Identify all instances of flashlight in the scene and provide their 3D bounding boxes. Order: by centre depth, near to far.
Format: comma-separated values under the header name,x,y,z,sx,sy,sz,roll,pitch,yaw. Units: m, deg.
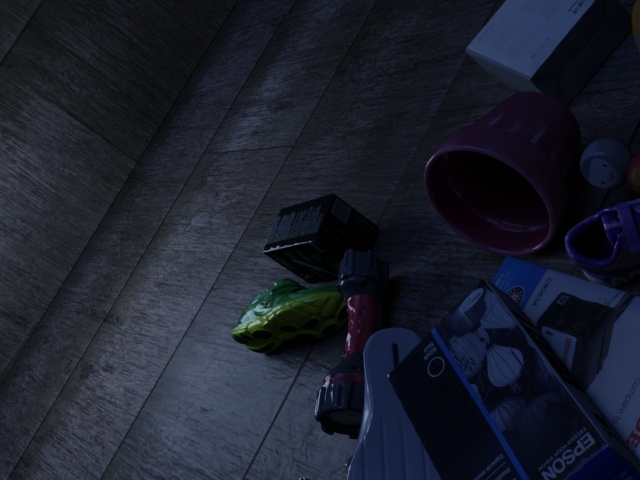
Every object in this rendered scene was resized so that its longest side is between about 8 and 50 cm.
name,x,y,z,sx,sy,sz,roll,pitch,yaw
flashlight,0.053,0.149,1.452,0.103,0.103,0.304,106,172,-52

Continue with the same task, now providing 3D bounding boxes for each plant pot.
name,x,y,z,sx,sy,sz,roll,pitch,yaw
plant pot,0.277,-0.109,1.338,0.201,0.201,0.180,-11,34,53

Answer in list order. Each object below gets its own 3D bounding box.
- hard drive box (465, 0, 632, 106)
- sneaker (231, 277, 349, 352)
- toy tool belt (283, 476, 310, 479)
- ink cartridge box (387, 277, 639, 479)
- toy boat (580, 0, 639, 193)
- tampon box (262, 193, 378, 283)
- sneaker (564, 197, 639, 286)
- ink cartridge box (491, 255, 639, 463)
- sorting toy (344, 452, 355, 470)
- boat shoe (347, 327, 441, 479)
name,x,y,z,sx,sy,sz,roll,pitch,yaw
hard drive box,0.369,-0.333,1.537,0.181,0.089,0.232,-50,28,7
sneaker,-0.056,0.115,1.664,0.295,0.109,0.123,-20,46,47
toy tool belt,-0.050,0.387,1.406,0.052,0.051,0.083,-6,53,55
ink cartridge box,0.193,0.197,0.935,0.165,0.065,0.332,-48,37,13
toy boat,0.431,-0.209,1.169,0.148,0.267,0.318,18,98,31
tampon box,0.000,0.000,1.694,0.161,0.120,0.101,-12,49,52
sneaker,0.389,-0.016,1.111,0.236,0.105,0.095,-30,56,39
ink cartridge box,0.288,0.169,1.014,0.307,0.129,0.223,21,77,55
sorting toy,0.176,0.275,1.207,0.229,0.041,0.307,-55,34,-1
boat shoe,0.105,0.266,1.169,0.121,0.119,0.335,-3,44,11
